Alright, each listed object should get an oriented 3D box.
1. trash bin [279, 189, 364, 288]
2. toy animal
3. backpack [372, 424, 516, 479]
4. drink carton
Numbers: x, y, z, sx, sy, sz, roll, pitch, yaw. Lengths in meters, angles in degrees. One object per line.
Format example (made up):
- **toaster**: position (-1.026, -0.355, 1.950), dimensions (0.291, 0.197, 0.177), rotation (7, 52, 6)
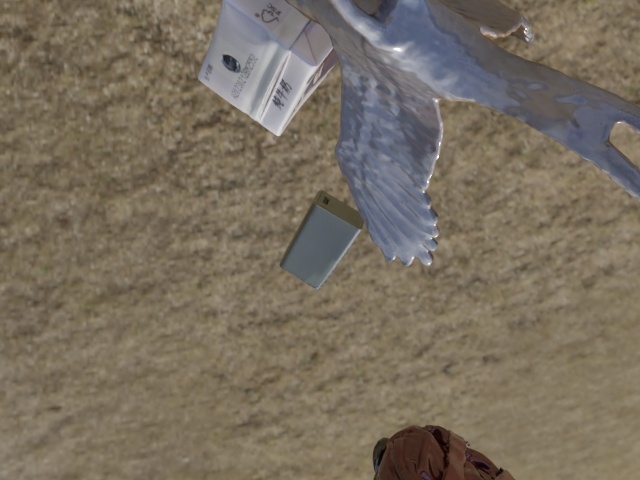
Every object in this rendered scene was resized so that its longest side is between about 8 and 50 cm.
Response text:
- **trash bin**: position (0.000, 0.000, 1.157), dimensions (0.061, 0.043, 0.092), rotation (31, 117, -4)
- **toy animal**: position (0.095, -0.101, 0.705), dimensions (0.302, 0.284, 0.225), rotation (34, 86, -36)
- **backpack**: position (0.163, 0.343, 1.376), dimensions (0.139, 0.229, 0.229), rotation (-42, 137, 19)
- **drink carton**: position (-0.005, -0.219, 0.928), dimensions (0.102, 0.222, 0.134), rotation (37, 154, -3)
